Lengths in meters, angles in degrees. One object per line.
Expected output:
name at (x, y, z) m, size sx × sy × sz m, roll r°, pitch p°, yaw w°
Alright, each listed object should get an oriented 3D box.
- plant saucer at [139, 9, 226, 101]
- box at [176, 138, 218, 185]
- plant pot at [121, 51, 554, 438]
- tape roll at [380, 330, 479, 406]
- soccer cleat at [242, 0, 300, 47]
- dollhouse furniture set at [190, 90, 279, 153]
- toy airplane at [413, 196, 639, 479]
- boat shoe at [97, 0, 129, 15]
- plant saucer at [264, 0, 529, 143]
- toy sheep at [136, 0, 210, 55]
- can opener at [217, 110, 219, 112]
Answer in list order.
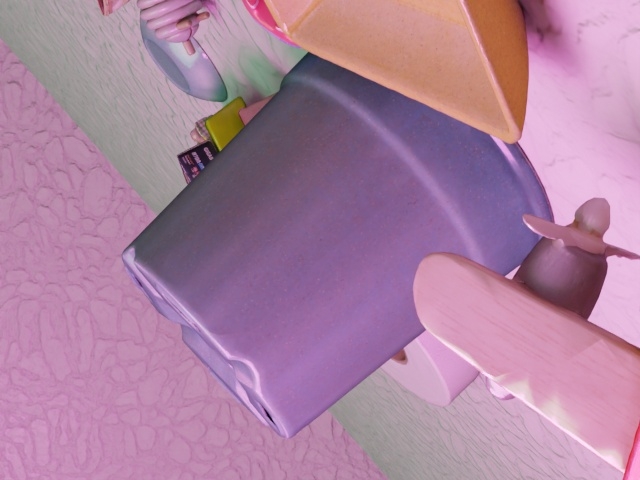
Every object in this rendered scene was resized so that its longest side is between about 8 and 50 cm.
plant saucer at (-0.220, -0.276, 1.748) m, size 0.195 × 0.037 × 0.195 m, roll 44°, pitch 167°, yaw 13°
box at (-0.100, 0.006, 1.451) m, size 0.220 × 0.051 × 0.175 m, roll 58°, pitch 170°, yaw 32°
plant pot at (0.000, 0.000, 1.185) m, size 0.341 × 0.334 × 0.341 m, roll 45°, pitch 166°, yaw 14°
tape roll at (0.083, 0.093, 1.775) m, size 0.392 × 0.072 × 0.392 m, roll 45°, pitch 166°, yaw 14°
soccer cleat at (-0.072, -0.285, 1.174) m, size 0.248 × 0.083 × 0.095 m, roll 45°, pitch -178°, yaw 14°
dollhouse furniture set at (-0.062, -0.106, 1.579) m, size 0.197 × 0.151 × 0.301 m, roll 64°, pitch 172°, yaw -5°
toy airplane at (0.285, 0.131, 0.791) m, size 0.384 × 0.272 × 0.386 m, roll -23°, pitch 97°, yaw 43°
boat shoe at (-0.340, -0.406, 1.728) m, size 0.056 × 0.048 × 0.153 m, roll 38°, pitch 164°, yaw 37°
plant saucer at (0.022, -0.263, 0.900) m, size 0.333 × 0.081 × 0.333 m, roll 33°, pitch 161°, yaw 47°
toy sheep at (-0.191, -0.300, 1.478) m, size 0.091 × 0.091 × 0.132 m, roll 14°, pitch 125°, yaw 68°
can opener at (-0.095, -0.127, 1.770) m, size 0.186 × 0.073 × 0.059 m, roll 47°, pitch 129°, yaw -12°
